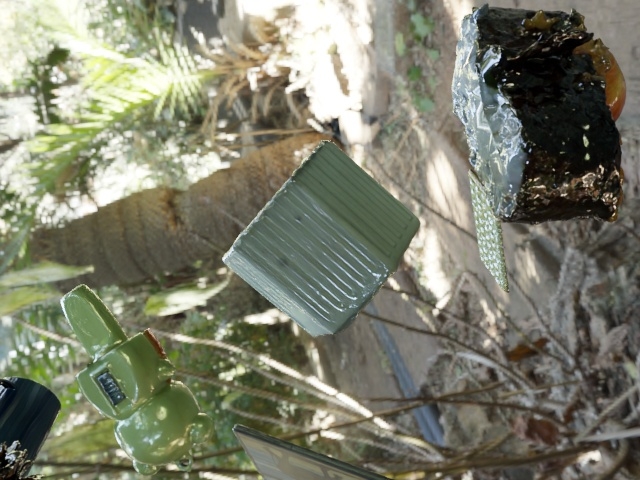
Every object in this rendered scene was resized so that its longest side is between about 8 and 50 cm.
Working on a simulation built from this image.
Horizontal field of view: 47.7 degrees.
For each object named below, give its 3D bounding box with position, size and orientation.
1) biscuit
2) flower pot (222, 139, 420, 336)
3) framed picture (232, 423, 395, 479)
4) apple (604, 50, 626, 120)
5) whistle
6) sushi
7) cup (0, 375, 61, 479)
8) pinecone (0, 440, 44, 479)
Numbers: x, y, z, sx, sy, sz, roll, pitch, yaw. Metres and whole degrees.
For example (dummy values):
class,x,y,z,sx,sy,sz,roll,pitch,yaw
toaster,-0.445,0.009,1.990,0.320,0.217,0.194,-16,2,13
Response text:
class,x,y,z,sx,sy,sz,roll,pitch,yaw
biscuit,0.338,-0.017,1.455,0.139,0.016,0.231,-112,4,-54
flower pot,0.000,0.000,1.025,0.190,0.209,0.239,40,165,-4
framed picture,0.010,0.410,1.190,0.347,0.265,0.016,77,-148,-54
apple,0.493,-0.279,1.393,0.195,0.173,0.160,59,-163,-26
whistle,-0.253,0.187,0.968,0.288,0.131,0.106,56,-164,3
sushi,0.294,-0.185,0.966,0.234,0.208,0.348,88,178,-55
cup,-0.473,0.284,1.105,0.150,0.114,0.138,121,170,-45
pinecone,-0.402,0.290,0.846,0.121,0.140,0.140,47,175,-17
